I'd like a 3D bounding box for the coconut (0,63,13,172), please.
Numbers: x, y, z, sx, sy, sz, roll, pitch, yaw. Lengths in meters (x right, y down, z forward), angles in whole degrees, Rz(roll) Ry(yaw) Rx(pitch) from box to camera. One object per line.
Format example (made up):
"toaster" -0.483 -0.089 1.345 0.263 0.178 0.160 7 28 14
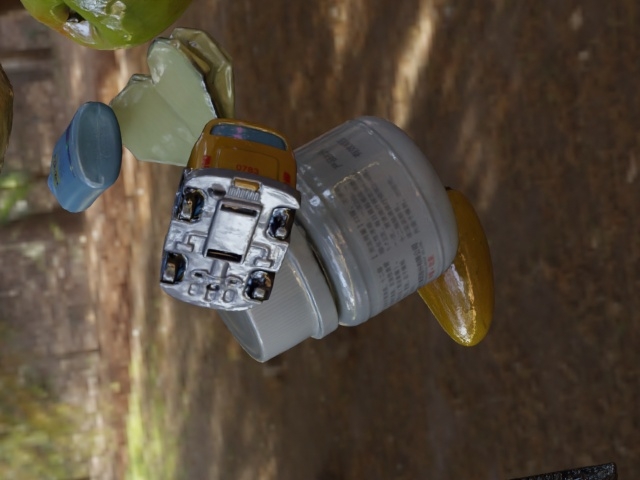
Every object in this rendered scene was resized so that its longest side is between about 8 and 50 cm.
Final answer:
"coconut" -0.431 -0.099 1.253 0.254 0.297 0.297 53 176 -16

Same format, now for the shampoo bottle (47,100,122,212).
"shampoo bottle" -0.296 -0.093 1.644 0.258 0.061 0.104 156 111 -70

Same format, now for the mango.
"mango" 0.199 0.041 2.059 0.138 0.113 0.253 -17 86 33

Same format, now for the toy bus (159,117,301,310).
"toy bus" -0.097 -0.031 1.419 0.209 0.126 0.136 111 166 -46

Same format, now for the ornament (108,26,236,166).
"ornament" -0.162 -0.147 1.612 0.180 0.059 0.201 49 137 0

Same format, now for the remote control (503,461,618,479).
"remote control" 0.245 0.315 1.623 0.025 0.245 0.063 63 -151 -23

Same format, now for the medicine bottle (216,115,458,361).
"medicine bottle" 0.000 0.000 1.754 0.245 0.306 0.245 54 164 24

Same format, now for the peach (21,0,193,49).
"peach" -0.307 -0.451 2.008 0.315 0.281 0.314 -55 -10 -23
